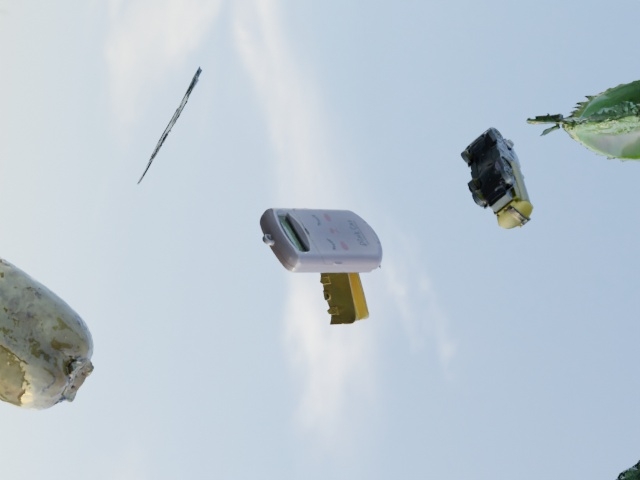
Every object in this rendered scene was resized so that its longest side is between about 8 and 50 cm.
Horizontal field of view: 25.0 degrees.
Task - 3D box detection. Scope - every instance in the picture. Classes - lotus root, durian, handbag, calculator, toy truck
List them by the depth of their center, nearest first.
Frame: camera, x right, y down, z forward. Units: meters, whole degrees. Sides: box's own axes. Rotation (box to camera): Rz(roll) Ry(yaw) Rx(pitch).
[{"bbox_3d":[0.327,-0.134,1.503,0.100,0.215,0.086,30,49,-68],"label":"durian"},{"bbox_3d":[0.200,-0.068,1.614,0.052,0.063,0.123,-40,-148,24],"label":"toy truck"},{"bbox_3d":[0.000,0.000,1.807,0.032,0.175,0.100,-59,-133,33],"label":"calculator"},{"bbox_3d":[-0.420,0.108,1.866,0.146,0.284,0.160,-43,-163,41],"label":"lotus root"},{"bbox_3d":[0.030,0.069,1.919,0.061,0.027,0.083,-10,-85,51],"label":"handbag"}]

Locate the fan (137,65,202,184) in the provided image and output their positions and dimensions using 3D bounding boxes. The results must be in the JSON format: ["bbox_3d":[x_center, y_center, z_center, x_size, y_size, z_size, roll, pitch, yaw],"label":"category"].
[{"bbox_3d":[-0.193,-0.176,1.961,0.152,0.008,0.226,-55,-170,34],"label":"fan"}]

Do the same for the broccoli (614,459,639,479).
[{"bbox_3d":[0.395,0.329,1.433,0.261,0.269,0.241,-60,169,17],"label":"broccoli"}]
